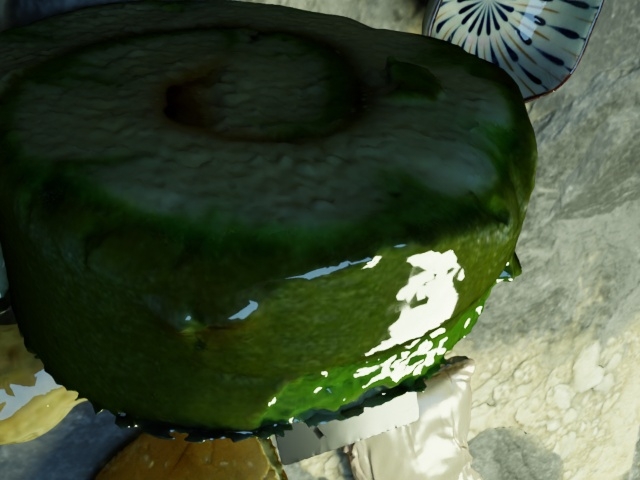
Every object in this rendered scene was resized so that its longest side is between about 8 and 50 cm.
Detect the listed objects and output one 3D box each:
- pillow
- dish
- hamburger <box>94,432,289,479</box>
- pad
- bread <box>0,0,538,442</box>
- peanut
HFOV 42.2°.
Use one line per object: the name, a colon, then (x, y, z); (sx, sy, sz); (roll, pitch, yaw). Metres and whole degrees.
pillow: (0.120, 0.263, 0.981); (0.173, 0.067, 0.270); (-23, 126, -8)
dish: (0.156, -0.207, 0.722); (0.190, 0.066, 0.191); (-14, 123, -23)
hamburger: (-0.132, 0.248, 0.790); (0.207, 0.155, 0.135); (-21, 122, -7)
pad: (0.012, 0.096, 0.830); (0.159, 0.009, 0.265); (-16, 114, -13)
bread: (-0.070, -0.047, 0.503); (0.382, 0.366, 0.129); (-4, 123, -8)
peanut: (-0.218, 0.107, 0.688); (0.229, 0.098, 0.103); (-12, 164, -21)
